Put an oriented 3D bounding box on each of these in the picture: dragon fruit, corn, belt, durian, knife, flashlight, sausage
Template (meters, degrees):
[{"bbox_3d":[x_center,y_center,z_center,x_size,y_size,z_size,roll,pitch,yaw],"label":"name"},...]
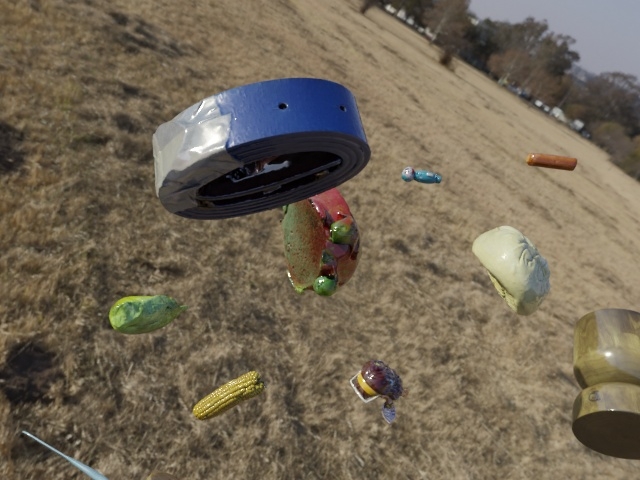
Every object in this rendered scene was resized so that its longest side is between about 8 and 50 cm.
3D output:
[{"bbox_3d":[0.000,0.000,1.189,0.130,0.268,0.295,0,58,-31],"label":"dragon fruit"},{"bbox_3d":[-0.363,0.616,2.041,0.101,0.313,0.102,62,-2,4],"label":"corn"},{"bbox_3d":[-0.098,-0.142,0.845,0.212,0.347,0.117,63,14,-66],"label":"belt"},{"bbox_3d":[-0.465,0.197,1.375,0.139,0.101,0.250,-6,-11,15],"label":"durian"},{"bbox_3d":[-0.660,0.562,1.344,0.313,0.044,0.019,22,52,16],"label":"knife"},{"bbox_3d":[0.331,-0.210,1.705,0.129,0.051,0.051,9,27,-2],"label":"flashlight"},{"bbox_3d":[0.634,-0.216,1.425,0.131,0.039,0.041,7,19,4],"label":"sausage"}]

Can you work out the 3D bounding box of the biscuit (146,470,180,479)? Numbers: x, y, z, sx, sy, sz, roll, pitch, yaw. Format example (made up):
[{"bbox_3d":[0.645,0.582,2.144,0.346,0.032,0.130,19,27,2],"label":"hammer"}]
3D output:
[{"bbox_3d":[-0.295,0.545,0.880,0.368,0.076,0.394,35,1,22],"label":"biscuit"}]

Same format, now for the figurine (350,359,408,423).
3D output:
[{"bbox_3d":[0.181,0.422,1.501,0.174,0.116,0.240,54,5,36],"label":"figurine"}]

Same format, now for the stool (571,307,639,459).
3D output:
[{"bbox_3d":[0.634,0.298,1.102,0.179,0.179,0.264,31,47,-3],"label":"stool"}]

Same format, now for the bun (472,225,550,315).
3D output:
[{"bbox_3d":[0.485,0.066,1.283,0.229,0.145,0.229,56,4,-6],"label":"bun"}]
